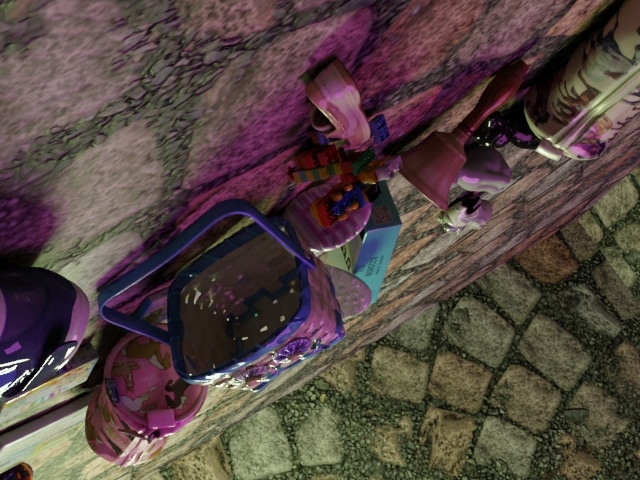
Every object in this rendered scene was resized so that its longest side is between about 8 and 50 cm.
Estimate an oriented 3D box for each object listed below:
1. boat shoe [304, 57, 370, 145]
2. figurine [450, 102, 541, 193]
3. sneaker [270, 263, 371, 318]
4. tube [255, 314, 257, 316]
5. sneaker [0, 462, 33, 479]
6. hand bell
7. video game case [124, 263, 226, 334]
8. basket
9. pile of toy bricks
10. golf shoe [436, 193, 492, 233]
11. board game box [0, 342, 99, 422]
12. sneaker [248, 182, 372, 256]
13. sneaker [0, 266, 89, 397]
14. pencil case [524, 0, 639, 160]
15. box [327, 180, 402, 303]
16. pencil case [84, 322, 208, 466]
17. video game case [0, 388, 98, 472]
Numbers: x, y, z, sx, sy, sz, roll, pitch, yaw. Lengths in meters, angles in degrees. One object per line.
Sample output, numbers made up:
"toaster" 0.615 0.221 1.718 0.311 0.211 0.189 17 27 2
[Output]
"boat shoe" 0.015 -0.146 1.217 0.059 0.063 0.170 -31 159 -1
"figurine" 0.278 -0.153 1.851 0.209 0.092 0.215 -7 153 -49
"sneaker" -0.027 0.071 1.717 0.235 0.090 0.095 7 -174 19
"tube" -0.071 0.083 1.939 0.080 0.052 0.207 -51 178 -38
"sneaker" -0.619 0.484 2.009 0.221 0.083 0.087 -31 176 2
"hand bell" 0.221 -0.173 1.615 0.242 0.126 0.126 -49 166 8
"video game case" -0.211 0.087 1.649 0.166 0.015 0.119 -25 165 -36
"basket" -0.115 0.073 1.452 0.254 0.201 0.289 -34 134 22
"pile of toy bricks" 0.010 -0.093 1.366 0.105 0.118 0.212 -8 -160 30
"golf shoe" 0.337 -0.067 2.372 0.176 0.069 0.086 -22 158 -48
"board game box" -0.408 0.212 1.597 0.154 0.026 0.103 -26 167 -32
"sneaker" -0.017 -0.014 1.602 0.236 0.095 0.104 -34 176 26
"sneaker" -0.385 0.151 1.159 0.323 0.130 0.236 -42 162 14
"pencil case" 0.484 -0.282 1.649 0.183 0.160 0.410 -49 -178 -42
"box" 0.066 0.005 1.709 0.060 0.100 0.244 -11 151 -14
"pencil case" -0.285 0.257 1.727 0.167 0.160 0.386 -42 177 -25
"video game case" -0.494 0.344 1.907 0.212 0.023 0.193 -24 165 -41
